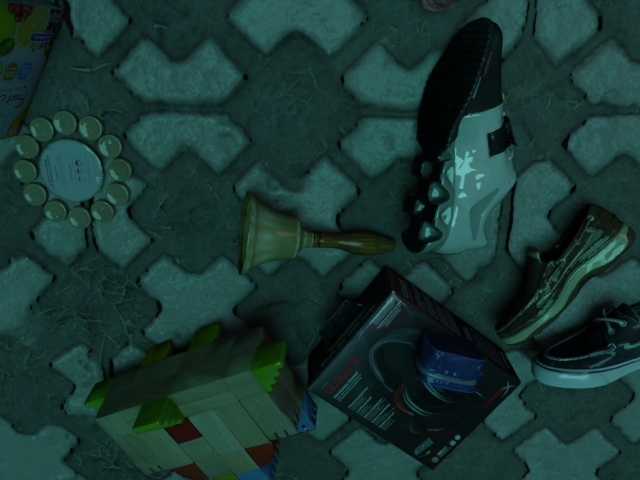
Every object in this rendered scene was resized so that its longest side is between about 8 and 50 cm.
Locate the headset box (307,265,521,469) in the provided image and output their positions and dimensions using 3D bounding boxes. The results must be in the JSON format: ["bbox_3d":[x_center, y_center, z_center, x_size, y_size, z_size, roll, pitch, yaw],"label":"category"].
[{"bbox_3d":[0.133,0.201,0.926,0.293,0.110,0.218,36,106,-11],"label":"headset box"}]

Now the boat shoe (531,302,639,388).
[{"bbox_3d":[0.482,0.150,0.908,0.301,0.108,0.102,-13,109,3],"label":"boat shoe"}]

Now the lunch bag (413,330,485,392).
[{"bbox_3d":[0.188,0.180,0.824,0.098,0.067,0.065,14,107,-7],"label":"lunch bag"}]

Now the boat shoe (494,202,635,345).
[{"bbox_3d":[0.357,0.049,0.890,0.095,0.095,0.257,43,99,1],"label":"boat shoe"}]

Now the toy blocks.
[{"bbox_3d":[-0.163,0.304,0.933,0.381,0.191,0.261,-21,118,18],"label":"toy blocks"}]

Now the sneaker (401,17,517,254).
[{"bbox_3d":[0.220,-0.139,0.815,0.146,0.122,0.331,3,110,-20],"label":"sneaker"}]

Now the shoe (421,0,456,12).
[{"bbox_3d":[0.190,-0.385,0.745,0.063,0.081,0.178,30,78,-22],"label":"shoe"}]

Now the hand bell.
[{"bbox_3d":[0.000,0.000,0.876,0.241,0.126,0.126,5,110,-15],"label":"hand bell"}]

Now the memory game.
[{"bbox_3d":[-0.381,-0.107,0.875,0.186,0.012,0.186,0,110,1],"label":"memory game"}]

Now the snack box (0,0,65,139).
[{"bbox_3d":[-0.440,-0.229,0.746,0.070,0.174,0.207,31,108,-6],"label":"snack box"}]
